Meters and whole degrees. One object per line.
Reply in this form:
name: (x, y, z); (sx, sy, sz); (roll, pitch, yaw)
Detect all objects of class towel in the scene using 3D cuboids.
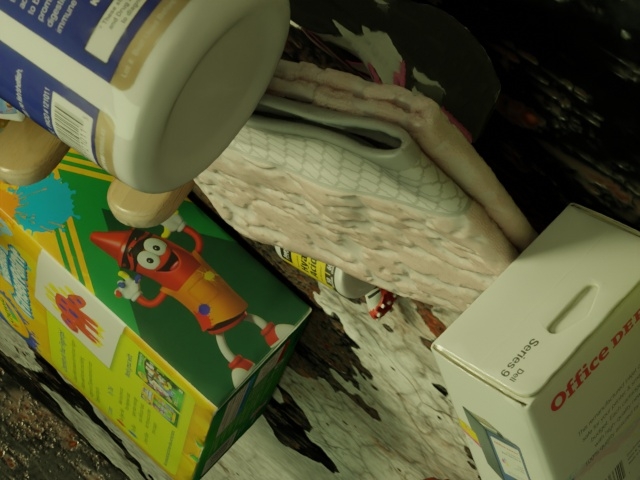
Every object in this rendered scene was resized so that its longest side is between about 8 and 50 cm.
towel: (0.003, -0.041, 1.073); (0.332, 0.053, 0.317); (20, 165, 35)

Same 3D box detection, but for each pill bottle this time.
pill bottle: (-0.163, -0.157, 0.885); (0.265, 0.153, 0.153); (34, 157, 14)
pill bottle: (0.000, 0.000, 1.295); (0.116, 0.065, 0.065); (29, 154, 36)

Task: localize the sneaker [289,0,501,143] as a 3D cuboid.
sneaker: (0.046, -0.134, 0.980); (0.178, 0.072, 0.077); (42, -178, 4)

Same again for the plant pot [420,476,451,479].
plant pot: (0.154, 0.407, 1.531); (0.265, 0.272, 0.272); (43, 161, 30)

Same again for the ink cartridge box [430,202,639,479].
ink cartridge box: (0.180, 0.104, 1.022); (0.093, 0.154, 0.212); (30, 155, 38)

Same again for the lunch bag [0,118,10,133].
lunch bag: (-0.482, -0.116, 1.784); (0.279, 0.224, 0.108); (40, 165, -3)

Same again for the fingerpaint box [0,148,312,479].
fingerpaint box: (-0.220, 0.074, 1.716); (0.371, 0.163, 0.445); (41, 159, 8)

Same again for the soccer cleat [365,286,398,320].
soccer cleat: (0.051, 0.042, 1.334); (0.035, 0.029, 0.083); (45, 158, 27)

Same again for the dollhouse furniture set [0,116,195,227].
dollhouse furniture set: (-0.321, -0.174, 1.182); (0.394, 0.256, 0.362); (17, 149, 23)

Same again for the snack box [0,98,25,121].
snack box: (-0.310, -0.130, 1.097); (0.178, 0.022, 0.064); (9, 143, -2)
